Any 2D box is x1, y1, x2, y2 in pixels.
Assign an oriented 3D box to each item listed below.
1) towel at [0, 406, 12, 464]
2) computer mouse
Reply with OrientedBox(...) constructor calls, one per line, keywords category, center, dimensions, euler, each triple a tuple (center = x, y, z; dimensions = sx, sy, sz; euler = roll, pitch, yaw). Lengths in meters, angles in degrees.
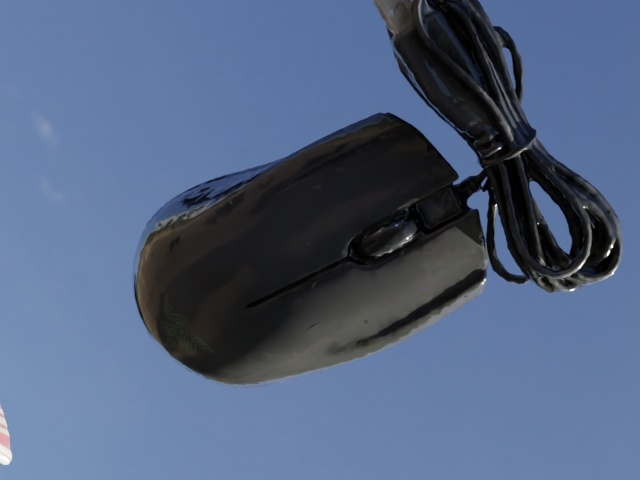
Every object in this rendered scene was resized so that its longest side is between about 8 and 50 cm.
OrientedBox(category="towel", center=(-0.373, 0.124, 1.357), dimensions=(0.144, 0.029, 0.197), euler=(46, 13, -50))
OrientedBox(category="computer mouse", center=(0.000, 0.000, 0.725), dimensions=(0.272, 0.072, 0.188), euler=(-28, -78, 26))
